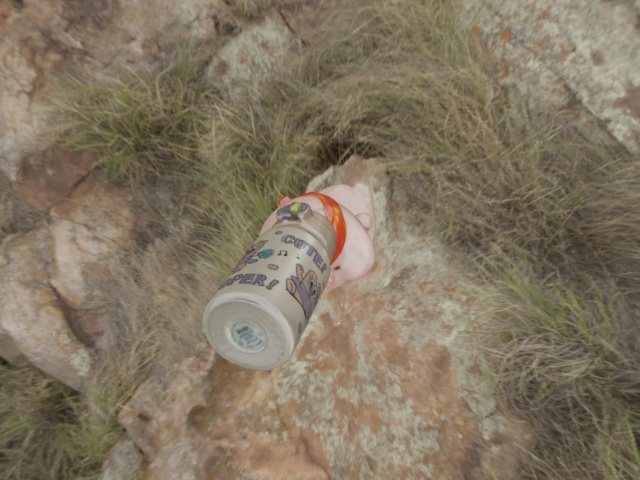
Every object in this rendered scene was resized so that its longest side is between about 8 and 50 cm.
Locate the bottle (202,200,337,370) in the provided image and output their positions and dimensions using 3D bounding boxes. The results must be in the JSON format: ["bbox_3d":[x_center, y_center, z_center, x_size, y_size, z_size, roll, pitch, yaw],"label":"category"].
[{"bbox_3d":[-0.044,0.034,0.713,0.097,0.209,0.110,-1,120,19],"label":"bottle"}]

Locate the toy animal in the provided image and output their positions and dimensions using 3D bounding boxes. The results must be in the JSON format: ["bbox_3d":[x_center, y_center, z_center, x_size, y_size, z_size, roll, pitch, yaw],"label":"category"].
[{"bbox_3d":[0.000,0.000,0.950,0.171,0.198,0.171,7,108,24],"label":"toy animal"}]
